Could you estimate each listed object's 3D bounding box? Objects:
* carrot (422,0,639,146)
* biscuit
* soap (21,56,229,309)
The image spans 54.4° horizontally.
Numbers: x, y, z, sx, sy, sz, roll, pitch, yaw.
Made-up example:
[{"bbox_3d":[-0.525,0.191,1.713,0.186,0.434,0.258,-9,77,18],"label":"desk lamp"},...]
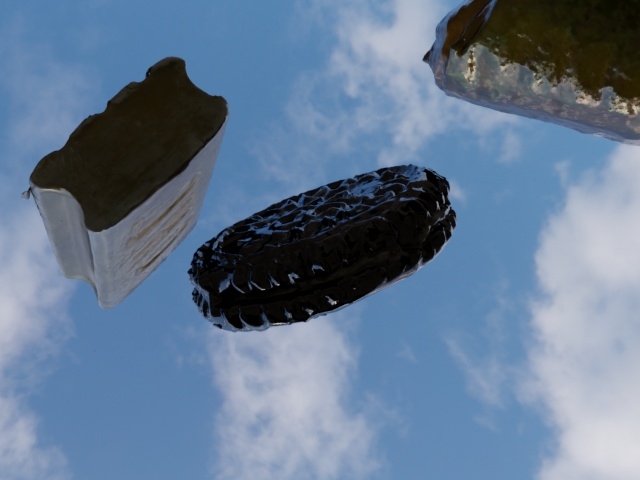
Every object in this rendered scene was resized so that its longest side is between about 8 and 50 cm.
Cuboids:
[{"bbox_3d":[0.270,-0.241,0.658,0.340,0.241,0.242,23,-110,21],"label":"carrot"},{"bbox_3d":[0.000,0.000,0.430,0.194,0.194,0.053,-26,-75,-22],"label":"biscuit"},{"bbox_3d":[-0.185,-0.038,0.617,0.089,0.274,0.173,40,-114,-1],"label":"soap"}]
